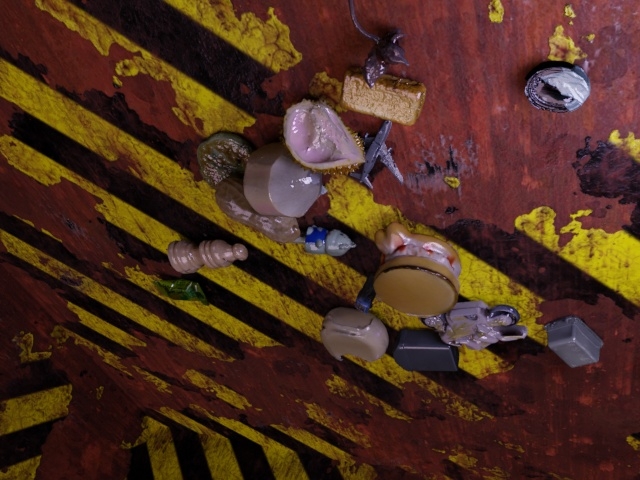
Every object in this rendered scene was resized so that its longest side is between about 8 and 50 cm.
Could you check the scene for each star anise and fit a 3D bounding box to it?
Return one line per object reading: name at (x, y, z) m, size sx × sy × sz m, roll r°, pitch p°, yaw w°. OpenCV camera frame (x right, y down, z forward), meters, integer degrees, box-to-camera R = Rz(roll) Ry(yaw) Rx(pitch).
star anise at (0.101, -0.485, 1.175) m, size 0.227 × 0.148 × 0.218 m, roll 30°, pitch 97°, yaw -23°

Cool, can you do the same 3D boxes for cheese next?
cheese at (0.129, 0.369, 2.065) m, size 0.266 × 0.127 × 0.233 m, roll 8°, pitch 137°, yaw 20°

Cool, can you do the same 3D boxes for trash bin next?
trash bin at (0.391, 0.415, 2.013) m, size 0.236 × 0.101 × 0.176 m, roll -3°, pitch 130°, yaw 25°

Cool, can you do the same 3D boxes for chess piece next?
chess piece at (-0.414, 0.049, 2.011) m, size 0.307 × 0.124 × 0.138 m, roll -7°, pitch 98°, yaw 27°

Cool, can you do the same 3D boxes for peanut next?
peanut at (-0.195, -0.087, 1.668) m, size 0.298 × 0.120 × 0.136 m, roll 31°, pitch 161°, yaw -4°

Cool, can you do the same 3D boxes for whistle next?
whistle at (0.000, 0.000, 1.762) m, size 0.245 × 0.110 × 0.092 m, roll 8°, pitch 105°, yaw 19°

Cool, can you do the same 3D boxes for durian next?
durian at (-0.003, -0.262, 1.421) m, size 0.183 × 0.138 × 0.249 m, roll -41°, pitch 91°, yaw 2°

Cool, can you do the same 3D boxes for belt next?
belt at (0.523, -0.341, 1.180) m, size 0.140 × 0.058 × 0.105 m, roll 19°, pitch 133°, yaw 12°

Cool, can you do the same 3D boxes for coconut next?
coconut at (-0.101, -0.169, 1.520) m, size 0.241 × 0.241 × 0.241 m, roll 14°, pitch 138°, yaw 13°

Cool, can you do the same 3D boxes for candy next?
candy at (-0.600, 0.213, 2.296) m, size 0.247 × 0.069 × 0.149 m, roll 2°, pitch 140°, yaw 18°

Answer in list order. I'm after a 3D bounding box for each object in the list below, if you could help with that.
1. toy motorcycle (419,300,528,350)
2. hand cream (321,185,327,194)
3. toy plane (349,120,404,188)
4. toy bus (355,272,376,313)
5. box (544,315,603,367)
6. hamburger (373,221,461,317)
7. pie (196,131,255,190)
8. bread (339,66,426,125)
toy motorcycle at (0.520, 0.296, 1.815) m, size 0.341 × 0.107 × 0.223 m, roll -11°, pitch 128°, yaw 36°
hand cream at (-0.125, -0.123, 1.719) m, size 0.331 × 0.058 × 0.085 m, roll -22°, pitch 119°, yaw 40°
toy plane at (0.147, -0.241, 1.465) m, size 0.226 × 0.058 × 0.226 m, roll 35°, pitch 141°, yaw 13°
toy bus at (0.166, 0.178, 1.826) m, size 0.061 × 0.153 × 0.051 m, roll 20°, pitch 139°, yaw 14°
box at (0.816, 0.334, 1.722) m, size 0.172 × 0.092 × 0.124 m, roll 39°, pitch 137°, yaw -16°
hamburger at (0.285, 0.086, 1.646) m, size 0.303 × 0.186 × 0.261 m, roll 27°, pitch 142°, yaw -18°
pie at (-0.282, -0.235, 1.681) m, size 0.241 × 0.054 × 0.240 m, roll 12°, pitch 136°, yaw 12°
bread at (0.151, -0.358, 1.319) m, size 0.211 × 0.083 × 0.113 m, roll 18°, pitch 133°, yaw 8°
